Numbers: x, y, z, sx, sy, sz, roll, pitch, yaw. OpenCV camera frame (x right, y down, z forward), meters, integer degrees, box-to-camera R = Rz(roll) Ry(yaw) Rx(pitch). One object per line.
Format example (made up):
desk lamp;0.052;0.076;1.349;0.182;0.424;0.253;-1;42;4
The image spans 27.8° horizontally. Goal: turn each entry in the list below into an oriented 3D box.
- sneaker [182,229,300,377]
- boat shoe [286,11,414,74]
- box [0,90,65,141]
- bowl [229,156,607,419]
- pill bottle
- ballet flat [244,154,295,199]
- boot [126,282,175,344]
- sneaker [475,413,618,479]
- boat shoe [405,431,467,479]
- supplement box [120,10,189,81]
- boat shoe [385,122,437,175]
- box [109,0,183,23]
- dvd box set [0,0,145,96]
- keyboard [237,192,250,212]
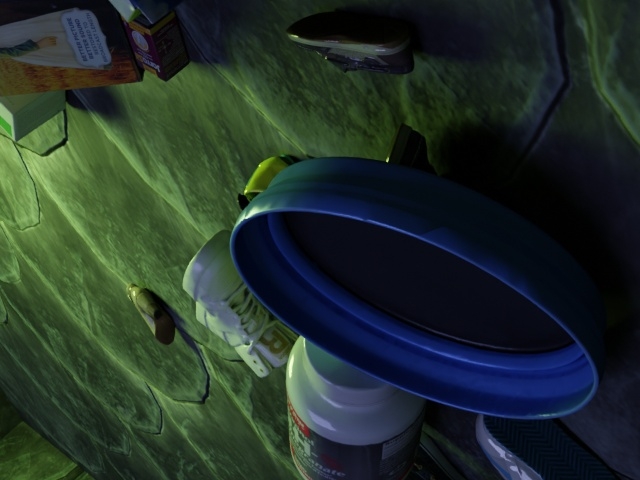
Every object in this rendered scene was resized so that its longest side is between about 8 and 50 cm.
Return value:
sneaker;-0.098;0.097;1.830;0.169;0.108;0.292;40;165;15
boat shoe;0.026;-0.181;1.220;0.152;0.056;0.049;20;139;48
box;-0.447;-0.224;1.922;0.101;0.102;0.087;45;155;11
bowl;0.100;0.051;1.291;0.391;0.077;0.391;22;157;10
pill bottle;0.045;0.194;1.619;0.176;0.176;0.318;39;156;21
ballet flat;0.000;0.000;1.524;0.231;0.077;0.077;46;156;4
boot;-0.305;0.127;2.313;0.087;0.042;0.118;39;155;35
sneaker;0.270;0.274;1.491;0.229;0.087;0.092;51;165;11
boat shoe;0.159;0.354;1.795;0.183;0.083;0.065;48;157;0
supplement box;-0.195;-0.239;1.533;0.055;0.043;0.083;31;152;32
boat shoe;0.100;-0.036;1.306;0.073;0.080;0.223;17;150;11
box;-0.201;-0.312;1.344;0.178;0.109;0.042;50;153;-4
dvd box set;-0.447;-0.297;1.534;0.420;0.062;0.308;-4;137;9
keyboard;-0.082;-0.009;1.615;0.100;0.038;0.192;51;-179;-5
